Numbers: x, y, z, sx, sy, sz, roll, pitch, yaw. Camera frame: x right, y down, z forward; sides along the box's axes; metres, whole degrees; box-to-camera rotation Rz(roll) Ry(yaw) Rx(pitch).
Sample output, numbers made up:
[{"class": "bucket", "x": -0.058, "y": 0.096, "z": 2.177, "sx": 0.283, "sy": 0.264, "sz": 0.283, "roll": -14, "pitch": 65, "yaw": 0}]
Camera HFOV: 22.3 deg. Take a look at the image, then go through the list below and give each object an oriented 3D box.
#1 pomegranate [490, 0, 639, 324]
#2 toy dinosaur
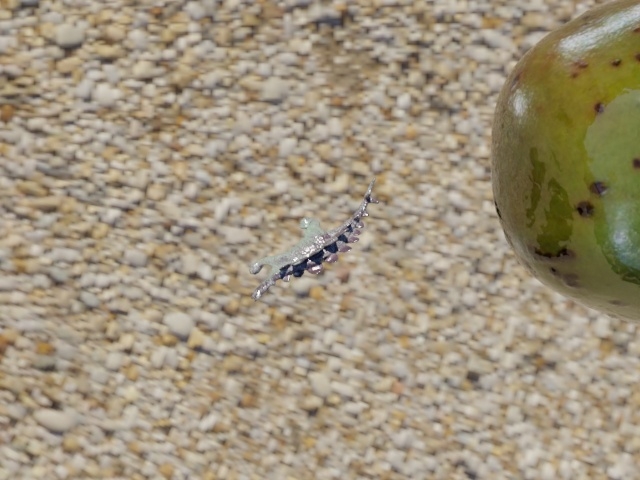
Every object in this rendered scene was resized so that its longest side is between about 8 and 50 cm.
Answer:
[{"class": "pomegranate", "x": 0.294, "y": -0.043, "z": 1.267, "sx": 0.290, "sy": 0.323, "sz": 0.291, "roll": -13, "pitch": 122, "yaw": -21}, {"class": "toy dinosaur", "x": 0.001, "y": 0.002, "z": 1.818, "sx": 0.209, "sy": 0.082, "sz": 0.039, "roll": -43, "pitch": 118, "yaw": -24}]
